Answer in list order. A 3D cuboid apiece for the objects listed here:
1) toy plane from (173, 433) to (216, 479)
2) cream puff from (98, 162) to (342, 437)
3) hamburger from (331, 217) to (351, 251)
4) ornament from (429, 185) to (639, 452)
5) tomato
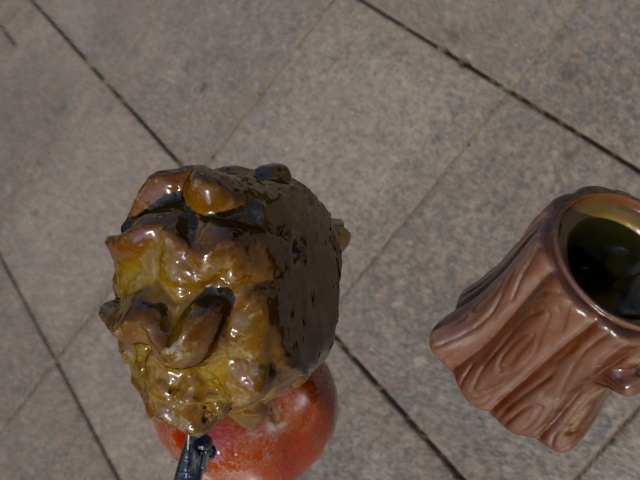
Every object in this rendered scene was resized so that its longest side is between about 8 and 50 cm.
[{"bbox_3d":[-0.099,0.171,0.680,0.031,0.078,0.083,-1,58,2],"label":"toy plane"},{"bbox_3d":[-0.045,0.021,0.368,0.094,0.122,0.116,-5,35,28],"label":"cream puff"},{"bbox_3d":[0.000,0.000,1.225,0.076,0.083,0.044,-50,53,48],"label":"hamburger"},{"bbox_3d":[0.259,0.078,0.898,0.218,0.235,0.221,116,150,-53],"label":"ornament"},{"bbox_3d":[-0.087,0.201,1.042,0.232,0.189,0.232,-6,29,3],"label":"tomato"}]
